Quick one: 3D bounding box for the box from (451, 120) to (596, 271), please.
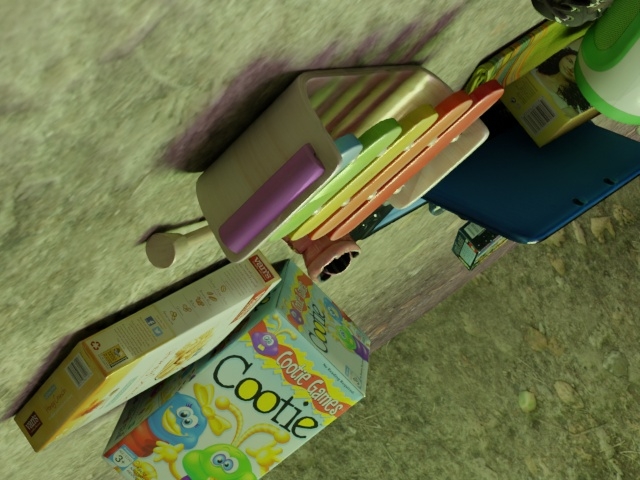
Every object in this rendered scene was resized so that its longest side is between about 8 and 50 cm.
[{"bbox_3d":[0.285,-0.058,1.669,0.233,0.044,0.159,-40,170,-4],"label":"box"}]

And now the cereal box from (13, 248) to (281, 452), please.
[{"bbox_3d":[-0.165,0.105,1.183,0.240,0.047,0.173,-28,168,-44],"label":"cereal box"}]

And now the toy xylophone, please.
[{"bbox_3d":[0.003,-0.051,0.967,0.236,0.081,0.323,-44,168,34],"label":"toy xylophone"}]

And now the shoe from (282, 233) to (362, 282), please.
[{"bbox_3d":[0.000,0.000,1.186,0.063,0.081,0.178,-39,170,8],"label":"shoe"}]

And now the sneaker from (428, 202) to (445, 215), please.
[{"bbox_3d":[0.206,-0.070,1.610,0.135,0.058,0.052,-37,-159,4],"label":"sneaker"}]

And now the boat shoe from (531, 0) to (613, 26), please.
[{"bbox_3d":[0.203,-0.206,0.969,0.073,0.080,0.223,-47,172,20],"label":"boat shoe"}]

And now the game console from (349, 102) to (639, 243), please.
[{"bbox_3d":[0.193,-0.046,1.391,0.293,0.173,0.250,-28,166,-42],"label":"game console"}]

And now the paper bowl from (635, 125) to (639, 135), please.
[{"bbox_3d":[0.670,-0.270,2.113,0.284,0.148,0.284,-36,169,-8],"label":"paper bowl"}]

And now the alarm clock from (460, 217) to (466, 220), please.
[{"bbox_3d":[0.237,-0.076,1.741,0.129,0.064,0.192,-34,173,-19],"label":"alarm clock"}]

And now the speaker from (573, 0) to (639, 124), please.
[{"bbox_3d":[0.363,-0.242,1.180,0.131,0.131,0.296,-31,163,-33],"label":"speaker"}]

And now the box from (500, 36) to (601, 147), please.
[{"bbox_3d":[0.303,-0.184,1.400,0.232,0.087,0.058,-29,167,-45],"label":"box"}]

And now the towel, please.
[{"bbox_3d":[0.242,-0.209,1.260,0.237,0.021,0.102,-34,170,-19],"label":"towel"}]

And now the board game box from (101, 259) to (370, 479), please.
[{"bbox_3d":[-0.092,0.178,1.386,0.275,0.142,0.144,-41,-167,18],"label":"board game box"}]
